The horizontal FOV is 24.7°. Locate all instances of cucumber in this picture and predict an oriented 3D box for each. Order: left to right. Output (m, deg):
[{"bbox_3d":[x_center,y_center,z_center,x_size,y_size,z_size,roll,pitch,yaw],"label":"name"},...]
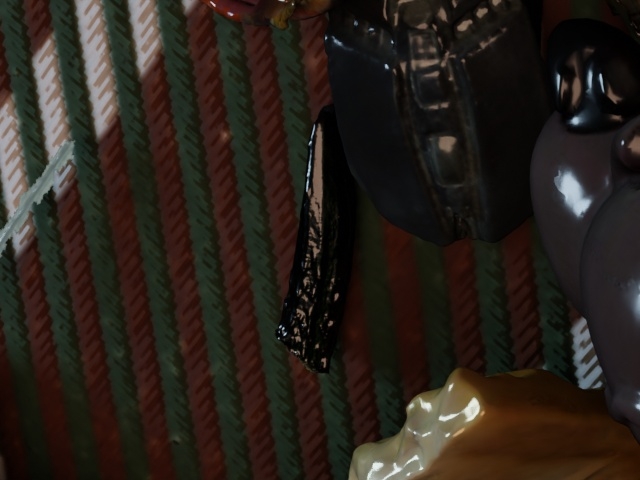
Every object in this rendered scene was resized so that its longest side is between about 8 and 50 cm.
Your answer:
[{"bbox_3d":[0.002,0.000,0.726,0.034,0.033,0.135,13,106,9],"label":"cucumber"}]

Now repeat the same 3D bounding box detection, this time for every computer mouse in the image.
[{"bbox_3d":[0.053,-0.089,0.676,0.106,0.062,0.192,-6,99,17],"label":"computer mouse"}]

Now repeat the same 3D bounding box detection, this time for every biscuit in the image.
[{"bbox_3d":[0.046,0.157,0.675,0.309,0.204,0.040,-51,46,34],"label":"biscuit"}]

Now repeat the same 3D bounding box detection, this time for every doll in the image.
[{"bbox_3d":[0.154,0.013,0.577,0.117,0.257,0.182,-20,115,8],"label":"doll"}]

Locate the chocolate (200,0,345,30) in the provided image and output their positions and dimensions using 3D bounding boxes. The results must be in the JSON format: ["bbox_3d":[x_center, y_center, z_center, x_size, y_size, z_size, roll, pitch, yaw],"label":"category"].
[{"bbox_3d":[-0.040,-0.205,0.637,0.221,0.221,0.147,34,73,6],"label":"chocolate"}]

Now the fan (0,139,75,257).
[{"bbox_3d":[-0.220,0.081,0.777,0.329,0.009,0.191,-55,47,7],"label":"fan"}]

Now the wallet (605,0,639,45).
[{"bbox_3d":[0.137,-0.232,0.608,0.169,0.044,0.317,-32,102,16],"label":"wallet"}]
